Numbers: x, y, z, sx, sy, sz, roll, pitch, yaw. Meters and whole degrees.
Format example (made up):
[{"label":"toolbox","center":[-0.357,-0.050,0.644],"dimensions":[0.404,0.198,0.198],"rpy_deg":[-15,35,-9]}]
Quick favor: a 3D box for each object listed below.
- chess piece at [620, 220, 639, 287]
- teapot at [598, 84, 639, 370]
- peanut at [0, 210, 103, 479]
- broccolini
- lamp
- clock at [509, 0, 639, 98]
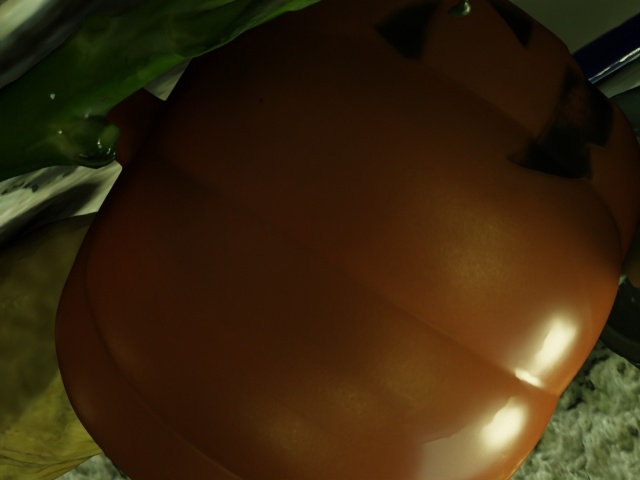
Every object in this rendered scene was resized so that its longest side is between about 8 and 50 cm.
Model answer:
[{"label":"chess piece","center":[0.304,-0.100,0.579],"dimensions":[0.442,0.234,0.234],"rpy_deg":[-55,171,11]},{"label":"teapot","center":[0.169,-0.007,0.829],"dimensions":[0.149,0.162,0.239],"rpy_deg":[-15,-166,-32]},{"label":"peanut","center":[-0.127,0.055,0.838],"dimensions":[0.108,0.095,0.226],"rpy_deg":[-6,163,-44]},{"label":"broccolini","center":[-0.045,-0.054,0.518],"dimensions":[0.216,0.058,0.067],"rpy_deg":[-26,138,28]},{"label":"lamp","center":[0.000,0.000,0.600],"dimensions":[0.188,0.164,0.187],"rpy_deg":[-57,-174,9]},{"label":"clock","center":[0.083,-0.082,0.848],"dimensions":[0.230,0.083,0.230],"rpy_deg":[-34,176,-3]}]
